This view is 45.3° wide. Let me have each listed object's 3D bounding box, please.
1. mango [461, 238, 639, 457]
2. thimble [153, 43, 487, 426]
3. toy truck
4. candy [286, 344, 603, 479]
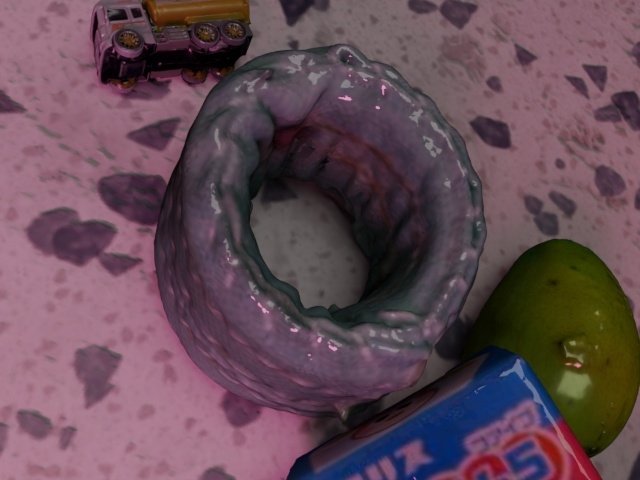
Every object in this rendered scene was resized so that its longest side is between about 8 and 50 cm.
[{"bbox_3d":[0.171,0.072,0.556,0.119,0.100,0.178,24,55,-7],"label":"mango"},{"bbox_3d":[0.000,0.000,0.496,0.199,0.143,0.235,-4,72,-22],"label":"thimble"},{"bbox_3d":[-0.108,-0.153,0.569,0.123,0.052,0.062,-13,70,-26],"label":"toy truck"},{"bbox_3d":[0.121,0.228,0.436,0.157,0.100,0.305,-30,82,1],"label":"candy"}]
